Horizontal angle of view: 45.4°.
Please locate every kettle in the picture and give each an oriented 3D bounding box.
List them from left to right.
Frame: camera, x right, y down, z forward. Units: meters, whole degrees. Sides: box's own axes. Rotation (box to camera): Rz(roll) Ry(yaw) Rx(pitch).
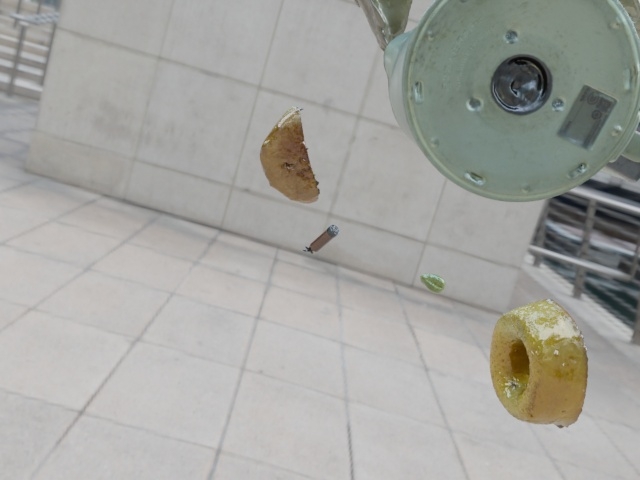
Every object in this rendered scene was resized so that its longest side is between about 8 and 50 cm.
[{"bbox_3d":[0.260,-0.178,0.979,0.361,0.249,0.376,22,10,-4],"label":"kettle"}]

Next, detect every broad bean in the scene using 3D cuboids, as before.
[{"bbox_3d":[0.287,0.108,1.970,0.063,0.045,0.083,29,-2,-22],"label":"broad bean"}]

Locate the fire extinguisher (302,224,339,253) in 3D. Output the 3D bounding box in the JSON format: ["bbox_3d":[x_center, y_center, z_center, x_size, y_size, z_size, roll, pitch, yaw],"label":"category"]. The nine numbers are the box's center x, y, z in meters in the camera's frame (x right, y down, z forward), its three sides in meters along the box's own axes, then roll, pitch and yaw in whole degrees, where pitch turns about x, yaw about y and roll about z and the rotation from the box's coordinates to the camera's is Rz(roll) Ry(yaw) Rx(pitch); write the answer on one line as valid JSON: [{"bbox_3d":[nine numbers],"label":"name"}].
[{"bbox_3d":[0.000,0.000,1.424,0.028,0.083,0.022,22,46,-30],"label":"fire extinguisher"}]

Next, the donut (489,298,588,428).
[{"bbox_3d":[0.448,0.261,1.616,0.109,0.277,0.277,-5,16,-14],"label":"donut"}]

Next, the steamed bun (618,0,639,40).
[{"bbox_3d":[0.529,-0.521,1.571,0.324,0.309,0.219,-4,-23,37],"label":"steamed bun"}]

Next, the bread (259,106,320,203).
[{"bbox_3d":[-0.090,-0.212,1.970,0.134,0.260,0.129,-13,23,-9],"label":"bread"}]

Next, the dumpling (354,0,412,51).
[{"bbox_3d":[0.063,-0.435,1.149,0.332,0.086,0.166,61,1,6],"label":"dumpling"}]
